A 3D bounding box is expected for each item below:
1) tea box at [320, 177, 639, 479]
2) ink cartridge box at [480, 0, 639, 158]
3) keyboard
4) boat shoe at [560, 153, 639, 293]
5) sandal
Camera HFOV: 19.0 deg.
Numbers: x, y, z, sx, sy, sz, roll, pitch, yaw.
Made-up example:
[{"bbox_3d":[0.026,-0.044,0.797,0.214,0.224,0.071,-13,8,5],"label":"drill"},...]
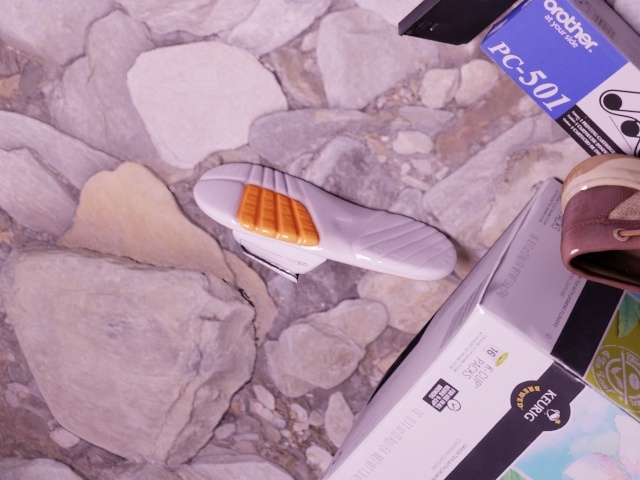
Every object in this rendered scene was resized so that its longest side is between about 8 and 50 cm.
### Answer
[{"bbox_3d":[0.227,0.186,1.779,0.323,0.220,0.329,35,132,-1],"label":"tea box"},{"bbox_3d":[0.246,-0.131,1.652,0.207,0.046,0.097,43,130,-8],"label":"ink cartridge box"},{"bbox_3d":[0.136,-0.226,1.619,0.180,0.108,0.023,-40,57,40],"label":"keyboard"},{"bbox_3d":[0.365,0.034,1.632,0.342,0.123,0.123,19,136,-5],"label":"boat shoe"},{"bbox_3d":[-0.003,0.006,1.842,0.265,0.102,0.076,19,127,10],"label":"sandal"}]
